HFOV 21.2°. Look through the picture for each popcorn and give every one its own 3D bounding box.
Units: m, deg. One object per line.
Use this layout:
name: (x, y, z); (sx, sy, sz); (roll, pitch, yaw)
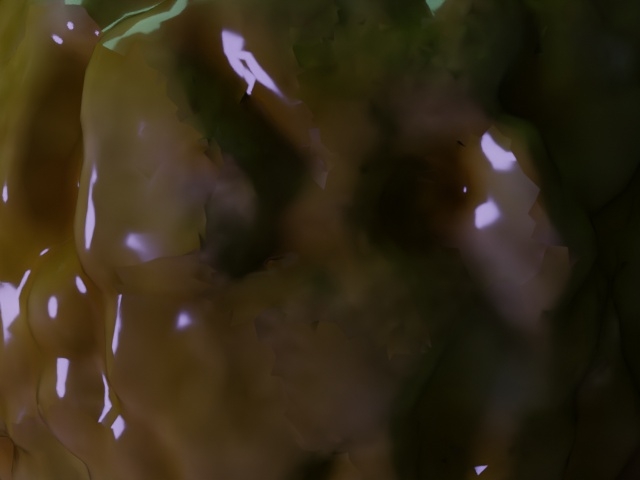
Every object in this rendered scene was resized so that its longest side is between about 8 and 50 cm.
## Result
popcorn: (-0.008, -0.004, 0.701); (0.344, 0.354, 0.390); (-68, -26, -15)
